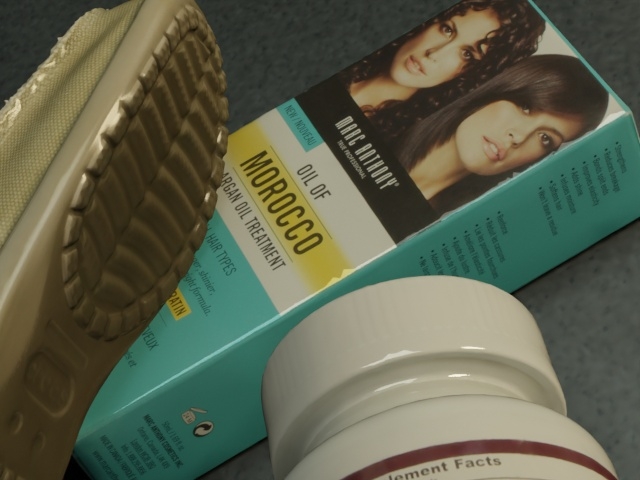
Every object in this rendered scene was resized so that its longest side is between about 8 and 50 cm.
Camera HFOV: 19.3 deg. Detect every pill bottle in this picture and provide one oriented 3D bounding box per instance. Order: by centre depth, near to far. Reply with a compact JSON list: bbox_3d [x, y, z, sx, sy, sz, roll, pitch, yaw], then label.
[{"bbox_3d":[0.046,0.126,0.582,0.121,0.121,0.221,-19,49,6],"label":"pill bottle"}]

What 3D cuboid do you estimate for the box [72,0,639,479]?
[{"bbox_3d":[0.000,0.000,0.741,0.244,0.060,0.100,-31,49,-3],"label":"box"}]

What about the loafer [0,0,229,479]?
[{"bbox_3d":[-0.117,0.016,0.667,0.092,0.102,0.268,14,61,23],"label":"loafer"}]
